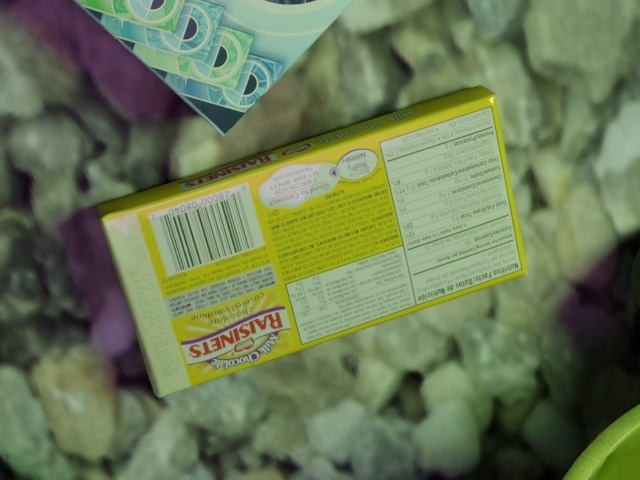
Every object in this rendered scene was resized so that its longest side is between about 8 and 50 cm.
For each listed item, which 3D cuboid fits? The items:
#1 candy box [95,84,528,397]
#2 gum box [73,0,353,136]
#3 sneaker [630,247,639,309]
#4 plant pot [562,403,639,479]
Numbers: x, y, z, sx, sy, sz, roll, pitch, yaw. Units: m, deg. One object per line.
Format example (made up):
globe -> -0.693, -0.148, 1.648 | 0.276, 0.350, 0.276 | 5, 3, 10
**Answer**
candy box -> 0.000, 0.000, 0.679 | 0.206, 0.027, 0.105 | -18, 118, -9
gum box -> -0.037, -0.166, 0.593 | 0.184, 0.041, 0.157 | -45, 117, 5
sneaker -> 0.313, 0.035, 0.759 | 0.297, 0.111, 0.129 | -9, 126, -6
plant pot -> 0.239, 0.319, 0.696 | 0.367, 0.366, 0.353 | -3, 137, -15
